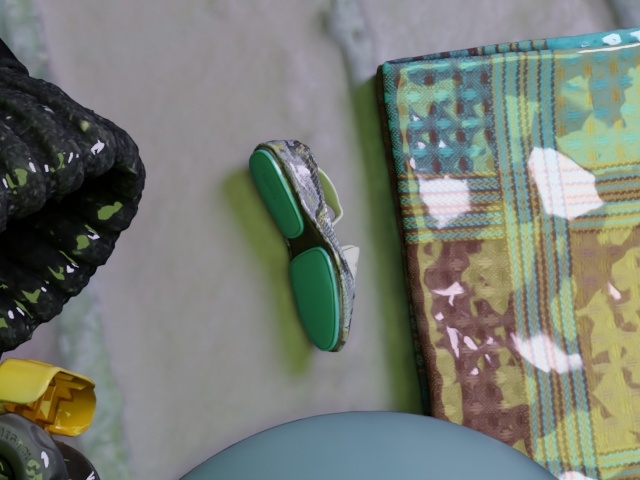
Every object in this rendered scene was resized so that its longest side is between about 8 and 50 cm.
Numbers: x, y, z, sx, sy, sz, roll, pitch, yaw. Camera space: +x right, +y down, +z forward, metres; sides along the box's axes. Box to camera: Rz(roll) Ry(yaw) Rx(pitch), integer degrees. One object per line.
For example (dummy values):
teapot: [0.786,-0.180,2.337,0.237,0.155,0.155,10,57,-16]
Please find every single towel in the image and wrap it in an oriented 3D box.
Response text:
towel: [0.228,0.010,0.931,0.370,0.040,0.271,-7,84,-9]

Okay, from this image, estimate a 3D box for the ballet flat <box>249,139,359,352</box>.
ballet flat: [0.000,0.000,0.899,0.041,0.041,0.114,-19,88,-13]

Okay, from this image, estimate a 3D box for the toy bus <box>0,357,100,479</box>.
toy bus: [-0.219,0.147,0.793,0.211,0.149,0.220,14,78,7]

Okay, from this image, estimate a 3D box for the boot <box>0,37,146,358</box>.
boot: [-0.165,-0.111,0.776,0.260,0.131,0.348,34,85,31]

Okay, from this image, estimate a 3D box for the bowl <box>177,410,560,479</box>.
bowl: [0.033,0.237,0.793,0.311,0.163,0.312,0,87,-6]
